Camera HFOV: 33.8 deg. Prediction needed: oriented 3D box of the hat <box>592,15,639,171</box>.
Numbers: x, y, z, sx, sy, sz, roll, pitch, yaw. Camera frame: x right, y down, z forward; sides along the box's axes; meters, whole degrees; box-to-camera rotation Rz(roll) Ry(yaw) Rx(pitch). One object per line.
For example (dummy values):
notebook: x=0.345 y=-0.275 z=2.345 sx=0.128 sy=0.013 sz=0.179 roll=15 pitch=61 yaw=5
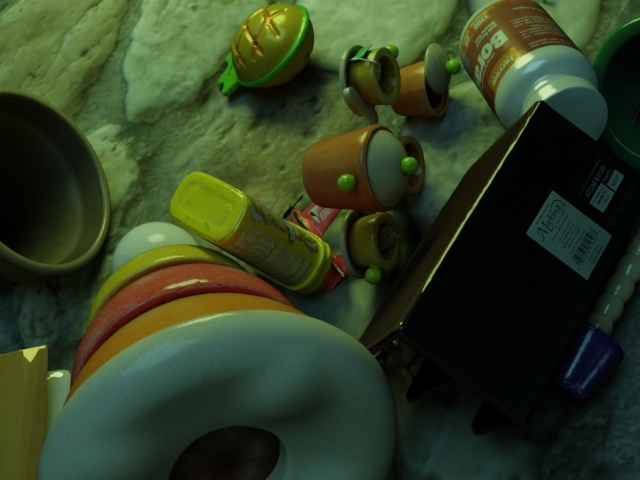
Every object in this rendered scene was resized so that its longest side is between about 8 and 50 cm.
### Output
hat: x=0.431 y=-0.192 z=1.236 sx=0.173 sy=0.183 sz=0.208 roll=5 pitch=105 yaw=39

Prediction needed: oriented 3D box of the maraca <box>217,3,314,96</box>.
maraca: x=-0.080 y=-0.264 z=1.464 sx=0.186 sy=0.099 sz=0.127 roll=-17 pitch=48 yaw=46

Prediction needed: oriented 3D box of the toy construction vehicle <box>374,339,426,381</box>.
toy construction vehicle: x=0.106 y=0.120 z=1.179 sx=0.098 sy=0.035 sz=0.086 roll=-50 pitch=47 yaw=-9

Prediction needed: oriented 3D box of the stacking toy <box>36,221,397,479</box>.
stacking toy: x=-0.151 y=0.112 z=1.162 sx=0.351 sy=0.350 sz=0.480 roll=-33 pitch=37 yaw=1

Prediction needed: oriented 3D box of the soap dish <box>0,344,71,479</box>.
soap dish: x=-0.368 y=0.272 z=1.143 sx=0.291 sy=0.118 sz=0.229 roll=-48 pitch=39 yaw=46

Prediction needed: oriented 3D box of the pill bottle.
pill bottle: x=0.248 y=-0.189 z=1.224 sx=0.121 sy=0.121 sz=0.216 roll=-27 pitch=37 yaw=6

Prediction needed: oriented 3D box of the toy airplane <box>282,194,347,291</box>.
toy airplane: x=0.000 y=0.000 z=1.297 sx=0.151 sy=0.028 sz=0.151 roll=-15 pitch=60 yaw=29

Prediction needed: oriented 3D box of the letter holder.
letter holder: x=0.178 y=0.042 z=1.113 sx=0.152 sy=0.214 sz=0.302 roll=36 pitch=67 yaw=-3

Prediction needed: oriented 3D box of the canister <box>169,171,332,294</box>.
canister: x=-0.081 y=-0.009 z=1.227 sx=0.126 sy=0.170 sz=0.073 roll=27 pitch=86 yaw=40

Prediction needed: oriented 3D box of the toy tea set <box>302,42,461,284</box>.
toy tea set: x=0.098 y=-0.122 z=1.233 sx=0.124 sy=0.200 sz=0.336 roll=-4 pitch=53 yaw=32

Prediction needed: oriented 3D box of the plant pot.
plant pot: x=-0.454 y=-0.042 z=1.409 sx=0.229 sy=0.263 sz=0.263 roll=-23 pitch=51 yaw=30

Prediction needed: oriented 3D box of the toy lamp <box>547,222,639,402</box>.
toy lamp: x=0.315 y=0.044 z=1.105 sx=0.080 sy=0.080 sz=0.274 roll=21 pitch=68 yaw=32
